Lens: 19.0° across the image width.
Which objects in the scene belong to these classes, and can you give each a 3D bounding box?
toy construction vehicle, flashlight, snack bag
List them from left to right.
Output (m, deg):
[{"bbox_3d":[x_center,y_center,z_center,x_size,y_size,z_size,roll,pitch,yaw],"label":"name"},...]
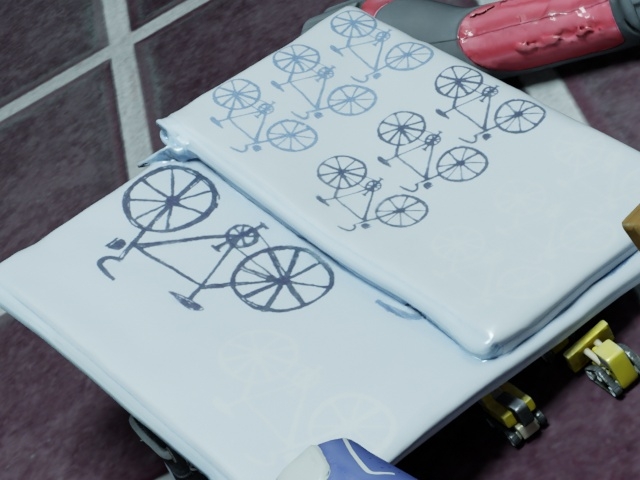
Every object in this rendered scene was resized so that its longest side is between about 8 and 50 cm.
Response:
[{"bbox_3d":[0.000,0.000,1.140,0.342,0.037,0.323,-35,47,-23],"label":"snack bag"},{"bbox_3d":[0.135,-0.145,1.299,0.304,0.103,0.103,-12,40,32],"label":"flashlight"},{"bbox_3d":[0.124,0.069,1.085,0.086,0.035,0.098,-38,32,-6],"label":"toy construction vehicle"}]

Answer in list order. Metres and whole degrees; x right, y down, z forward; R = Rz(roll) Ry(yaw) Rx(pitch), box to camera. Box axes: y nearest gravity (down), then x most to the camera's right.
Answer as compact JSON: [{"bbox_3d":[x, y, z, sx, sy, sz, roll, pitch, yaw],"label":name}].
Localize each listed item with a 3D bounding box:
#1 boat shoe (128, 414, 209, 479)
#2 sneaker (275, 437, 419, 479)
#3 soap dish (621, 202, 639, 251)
[{"bbox_3d":[-0.062,0.097,1.151,0.108,0.102,0.301,-38,32,-7],"label":"boat shoe"},{"bbox_3d":[0.132,0.173,0.874,0.182,0.127,0.315,-38,39,-13],"label":"sneaker"},{"bbox_3d":[0.283,-0.017,0.817,0.291,0.229,0.118,-44,16,-14],"label":"soap dish"}]
